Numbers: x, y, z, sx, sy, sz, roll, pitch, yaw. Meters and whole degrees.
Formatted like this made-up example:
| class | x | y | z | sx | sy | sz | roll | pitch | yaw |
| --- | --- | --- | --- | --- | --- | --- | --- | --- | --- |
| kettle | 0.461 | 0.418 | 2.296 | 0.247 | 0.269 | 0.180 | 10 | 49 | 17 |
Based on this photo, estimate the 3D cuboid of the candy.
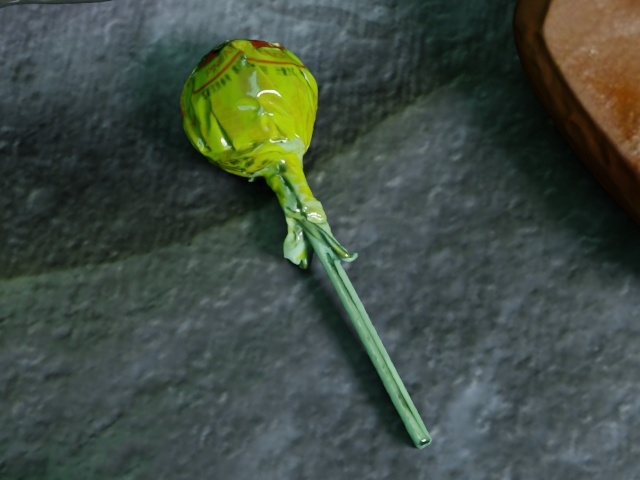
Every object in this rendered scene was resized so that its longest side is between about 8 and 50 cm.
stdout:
| class | x | y | z | sx | sy | sz | roll | pitch | yaw |
| --- | --- | --- | --- | --- | --- | --- | --- | --- | --- |
| candy | -0.001 | 0.001 | 0.900 | 0.077 | 0.073 | 0.262 | -30 | 78 | 15 |

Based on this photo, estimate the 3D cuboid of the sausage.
| class | x | y | z | sx | sy | sz | roll | pitch | yaw |
| --- | --- | --- | --- | --- | --- | --- | --- | --- | --- |
| sausage | 0.204 | -0.066 | 0.859 | 0.133 | 0.133 | 0.258 | -36 | 71 | -6 |

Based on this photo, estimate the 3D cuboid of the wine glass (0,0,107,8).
| class | x | y | z | sx | sy | sz | roll | pitch | yaw |
| --- | --- | --- | --- | --- | --- | --- | --- | --- | --- |
| wine glass | -0.163 | -0.182 | 0.939 | 0.241 | 0.126 | 0.126 | -42 | 73 | -6 |
